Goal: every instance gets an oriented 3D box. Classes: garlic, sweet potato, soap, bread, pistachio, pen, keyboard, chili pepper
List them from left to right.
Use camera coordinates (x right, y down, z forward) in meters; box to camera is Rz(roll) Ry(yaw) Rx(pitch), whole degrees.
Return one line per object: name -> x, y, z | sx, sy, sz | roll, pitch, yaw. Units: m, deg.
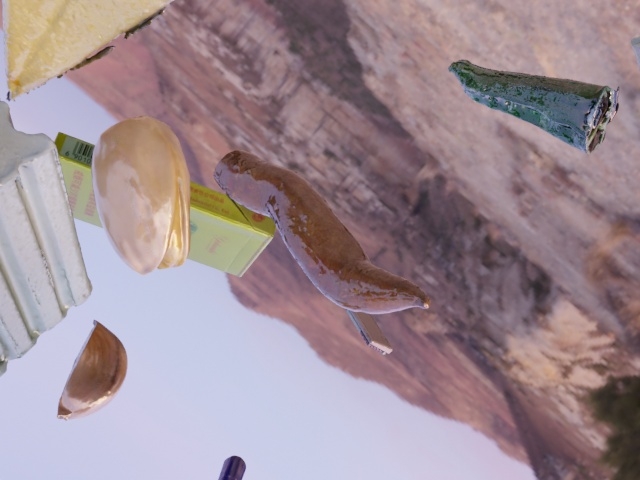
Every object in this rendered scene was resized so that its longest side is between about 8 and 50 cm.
soap -> -0.226, 0.009, 0.612 | 0.063, 0.114, 0.198 | 36, 150, 15
garlic -> -0.428, 0.261, 1.712 | 0.101, 0.196, 0.087 | 26, 164, -17
bread -> -0.274, -0.319, 1.139 | 0.242, 0.346, 0.405 | 15, 147, -8
pistachio -> -0.221, -0.059, 1.119 | 0.117, 0.201, 0.145 | -1, 164, -35
pen -> -0.131, 0.356, 1.087 | 0.033, 0.033, 0.269 | 39, -158, -10
sweet potato -> 0.000, 0.000, 0.838 | 0.281, 0.067, 0.059 | 44, -169, 33
keyboard -> 0.051, 0.100, 1.300 | 0.055, 0.017, 0.166 | 28, -158, -44
chili pepper -> 0.257, -0.187, 1.125 | 0.226, 0.088, 0.059 | 29, -156, 32

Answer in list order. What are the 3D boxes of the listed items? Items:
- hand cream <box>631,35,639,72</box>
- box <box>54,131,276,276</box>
hand cream -> 0.476, -0.218, 1.239 | 0.050, 0.078, 0.205 | 37, -131, -39
box -> -0.245, -0.045, 1.338 | 0.334, 0.047, 0.187 | 21, 152, -12
